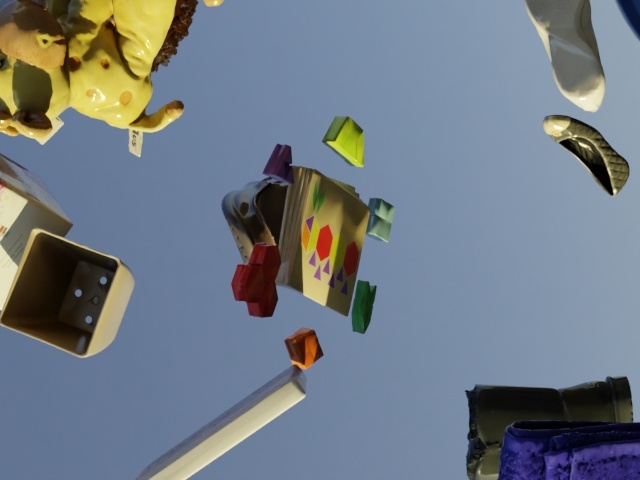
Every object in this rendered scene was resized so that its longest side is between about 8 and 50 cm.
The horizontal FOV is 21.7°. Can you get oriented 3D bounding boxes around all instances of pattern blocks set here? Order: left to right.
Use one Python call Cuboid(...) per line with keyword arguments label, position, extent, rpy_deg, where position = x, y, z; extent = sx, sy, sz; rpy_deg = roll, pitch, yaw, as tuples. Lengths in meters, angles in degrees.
Cuboid(label="pattern blocks set", position=(0.000, 0.000, 1.876), extent=(0.325, 0.026, 0.285), rpy_deg=(46, -124, -58))

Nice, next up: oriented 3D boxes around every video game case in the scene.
Cuboid(label="video game case", position=(-0.103, 0.197, 1.701), extent=(0.025, 0.204, 0.285), rpy_deg=(55, 179, 1))

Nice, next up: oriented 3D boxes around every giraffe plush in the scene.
Cuboid(label="giraffe plush", position=(-0.241, -0.164, 1.502), extent=(0.170, 0.181, 0.210), rpy_deg=(-16, -78, -41))

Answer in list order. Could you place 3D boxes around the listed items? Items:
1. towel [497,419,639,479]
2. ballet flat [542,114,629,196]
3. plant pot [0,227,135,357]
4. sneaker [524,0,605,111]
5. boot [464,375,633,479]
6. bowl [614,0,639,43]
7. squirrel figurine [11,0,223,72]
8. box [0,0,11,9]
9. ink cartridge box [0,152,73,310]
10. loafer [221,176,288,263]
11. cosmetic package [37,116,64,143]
Cuboid(label="towel", position=(0.232, 0.295, 1.348), extent=(0.228, 0.076, 0.308), rpy_deg=(1, -78, -28))
Cuboid(label="ballet flat", position=(0.370, -0.122, 2.310), extent=(0.173, 0.057, 0.049), rpy_deg=(34, -117, -31))
Cuboid(label="plant pot", position=(-0.256, 0.059, 1.764), extent=(0.109, 0.109, 0.096), rpy_deg=(-70, -19, -1))
Cuboid(label="sneaker", position=(0.304, -0.255, 2.042), extent=(0.094, 0.080, 0.212), rpy_deg=(34, -135, -66))
Cuboid(label="boot", position=(0.284, 0.285, 2.059), extent=(0.094, 0.207, 0.246), rpy_deg=(-82, -15, -73))
Cuboid(label="bowl", position=(0.426, -0.332, 1.556), extent=(0.077, 0.391, 0.391), rpy_deg=(0, -106, -38))
Cuboid(label="squirrel figurine", position=(-0.169, -0.330, 1.712), extent=(0.370, 0.397, 0.281), rpy_deg=(39, -151, 20))
Cuboid(label="box", position=(-0.432, -0.381, 2.602), extent=(0.293, 0.295, 0.073), rpy_deg=(-31, -54, -40))
Cuboid(label="ink cartridge box", position=(-0.385, -0.035, 1.787), extent=(0.176, 0.127, 0.128), rpy_deg=(35, -172, -38))
Cuboid(label="loafer", position=(-0.070, -0.048, 2.711), extent=(0.366, 0.130, 0.134), rpy_deg=(-76, -35, -73))
Cuboid(label="cosmetic package", position=(-0.372, -0.169, 2.143), extent=(0.060, 0.041, 0.115), rpy_deg=(46, 179, -27))
